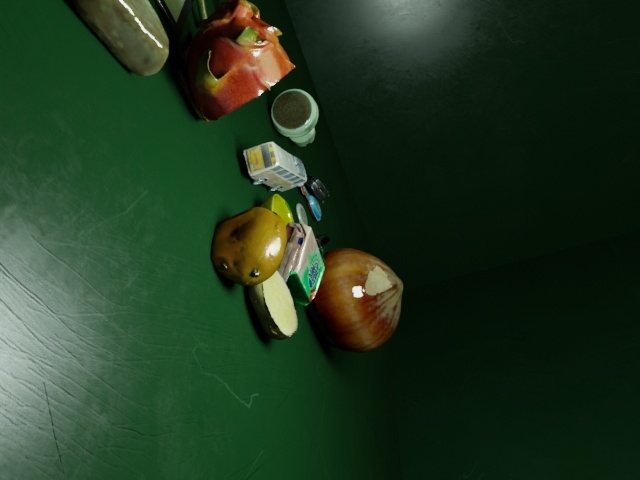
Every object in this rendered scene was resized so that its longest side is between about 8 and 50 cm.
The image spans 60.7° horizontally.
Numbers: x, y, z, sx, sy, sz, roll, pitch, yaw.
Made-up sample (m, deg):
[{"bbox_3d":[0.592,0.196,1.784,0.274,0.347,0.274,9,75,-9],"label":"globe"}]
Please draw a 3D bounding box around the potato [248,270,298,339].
[{"bbox_3d":[-0.137,0.172,1.468,0.201,0.080,0.164,70,21,-5],"label":"potato"}]

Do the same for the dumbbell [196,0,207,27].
[{"bbox_3d":[-0.351,-0.688,1.618,0.052,0.046,0.118,-104,-174,-66],"label":"dumbbell"}]

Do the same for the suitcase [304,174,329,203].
[{"bbox_3d":[-0.022,-0.234,2.452,0.086,0.059,0.126,31,-14,50],"label":"suitcase"}]

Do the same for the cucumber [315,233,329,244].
[{"bbox_3d":[0.000,0.000,2.377,0.181,0.053,0.053,-10,84,-76],"label":"cucumber"}]

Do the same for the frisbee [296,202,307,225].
[{"bbox_3d":[-0.075,-0.100,2.240,0.110,0.014,0.110,-15,90,-78],"label":"frisbee"}]

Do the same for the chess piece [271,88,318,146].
[{"bbox_3d":[-0.095,-0.496,2.311,0.299,0.194,0.195,56,20,-81],"label":"chess piece"}]

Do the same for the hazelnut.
[{"bbox_3d":[0.119,0.223,2.004,0.410,0.358,0.359,56,20,-31],"label":"hazelnut"}]

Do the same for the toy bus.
[{"bbox_3d":[-0.148,-0.238,1.797,0.342,0.137,0.097,11,61,-75],"label":"toy bus"}]

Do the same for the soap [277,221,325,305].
[{"bbox_3d":[-0.068,0.079,1.691,0.273,0.097,0.218,72,36,-61],"label":"soap"}]

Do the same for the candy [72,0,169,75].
[{"bbox_3d":[-0.386,-0.434,1.061,0.234,0.102,0.104,48,28,-59],"label":"candy"}]

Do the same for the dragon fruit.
[{"bbox_3d":[-0.235,-0.472,1.396,0.226,0.305,0.306,59,18,-27],"label":"dragon fruit"}]

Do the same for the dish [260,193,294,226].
[{"bbox_3d":[-0.147,-0.065,1.719,0.207,0.079,0.149,8,67,-75],"label":"dish"}]

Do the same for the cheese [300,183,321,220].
[{"bbox_3d":[-0.046,-0.177,2.426,0.256,0.037,0.106,58,18,-47],"label":"cheese"}]

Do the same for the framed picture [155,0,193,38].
[{"bbox_3d":[-0.423,-0.734,1.478,0.347,0.016,0.265,-94,163,-46],"label":"framed picture"}]

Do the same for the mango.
[{"bbox_3d":[-0.163,0.007,1.365,0.236,0.166,0.136,-92,166,-45],"label":"mango"}]
